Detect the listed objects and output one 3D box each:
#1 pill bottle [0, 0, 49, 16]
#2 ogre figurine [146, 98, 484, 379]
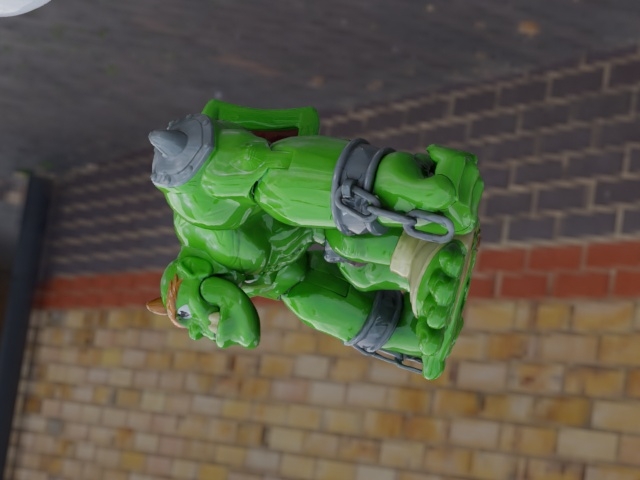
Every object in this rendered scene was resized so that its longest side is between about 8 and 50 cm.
[{"bbox_3d":[-0.254,-0.250,0.982,0.146,0.146,0.264,3,164,34],"label":"pill bottle"},{"bbox_3d":[0.000,0.000,0.624,0.118,0.096,0.197,16,-177,8],"label":"ogre figurine"}]
